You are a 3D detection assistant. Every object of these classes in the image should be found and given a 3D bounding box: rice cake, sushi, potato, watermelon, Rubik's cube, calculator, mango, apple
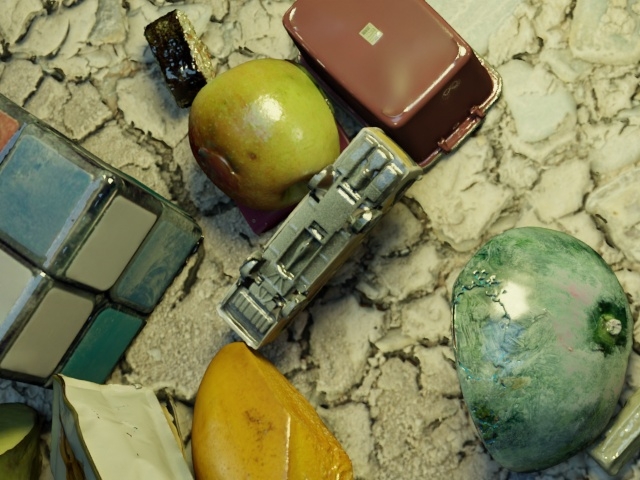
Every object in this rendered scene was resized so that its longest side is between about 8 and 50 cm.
[{"bbox_3d":[0.436,0.189,1.612,0.256,0.052,0.057,-49,40,1],"label":"rice cake"},{"bbox_3d":[-0.207,-0.273,1.887,0.078,0.090,0.150,-25,70,5],"label":"sushi"},{"bbox_3d":[-0.463,0.393,1.785,0.112,0.269,0.255,5,107,17],"label":"potato"},{"bbox_3d":[0.284,0.126,1.584,0.175,0.188,0.322,-11,76,33],"label":"watermelon"},{"bbox_3d":[-0.409,0.000,1.764,0.313,0.318,0.316,33,88,22],"label":"Rubik's cube"},{"bbox_3d":[-0.045,-0.107,1.831,0.190,0.034,0.127,-34,69,6],"label":"calculator"},{"bbox_3d":[-0.071,0.288,1.669,0.199,0.201,0.350,-21,62,-14],"label":"mango"},{"bbox_3d":[-0.078,-0.146,1.751,0.207,0.174,0.188,-40,66,14],"label":"apple"}]

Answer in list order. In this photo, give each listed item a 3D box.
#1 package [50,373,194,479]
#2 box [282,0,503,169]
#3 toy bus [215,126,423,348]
[{"bbox_3d":[-0.242,0.334,1.661,0.165,0.221,0.311,-6,33,-22],"label":"package"},{"bbox_3d":[0.092,-0.258,1.755,0.193,0.167,0.294,-46,69,4],"label":"box"},{"bbox_3d":[0.000,0.000,1.693,0.097,0.138,0.342,45,110,12],"label":"toy bus"}]
